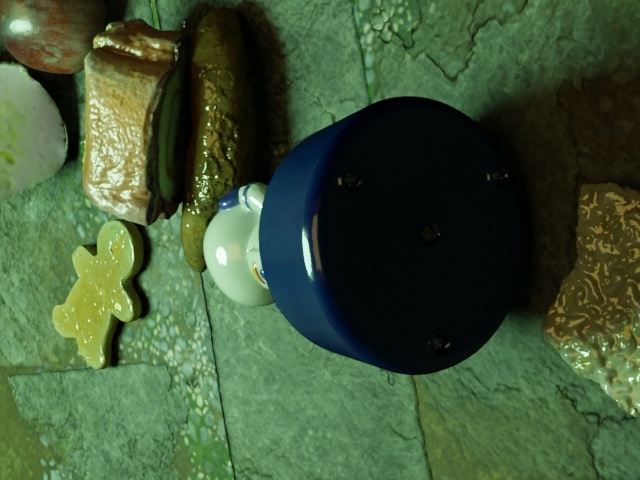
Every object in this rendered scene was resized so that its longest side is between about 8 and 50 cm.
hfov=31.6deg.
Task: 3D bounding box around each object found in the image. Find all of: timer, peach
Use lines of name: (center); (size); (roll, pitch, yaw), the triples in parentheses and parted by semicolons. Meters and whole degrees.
timer: (0.000, 0.000, 1.231); (0.383, 0.270, 0.270); (-3, 95, 55)
peach: (-0.375, -0.306, 1.542); (0.152, 0.152, 0.152); (7, 101, 40)

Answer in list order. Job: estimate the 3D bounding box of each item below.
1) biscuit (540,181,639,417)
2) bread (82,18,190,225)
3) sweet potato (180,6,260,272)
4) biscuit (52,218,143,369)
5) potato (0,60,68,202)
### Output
biscuit: (0.302, 0.069, 1.091); (0.188, 0.040, 0.265); (-21, 81, 40)
bread: (-0.226, -0.157, 1.413); (0.123, 0.190, 0.244); (9, 104, 6)
sweet potato: (-0.122, -0.113, 1.394); (0.114, 0.092, 0.341); (-150, 63, -61)
biscuit: (-0.308, 0.070, 1.615); (0.153, 0.030, 0.234); (41, 120, 28)
potato: (-0.526, -0.156, 1.667); (0.266, 0.229, 0.229); (18, 108, 53)
